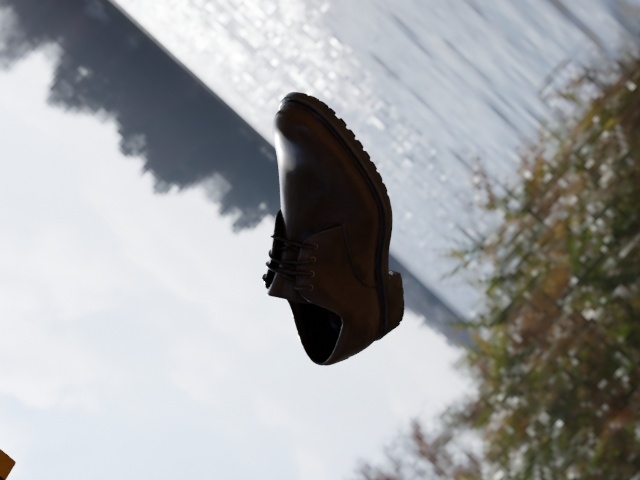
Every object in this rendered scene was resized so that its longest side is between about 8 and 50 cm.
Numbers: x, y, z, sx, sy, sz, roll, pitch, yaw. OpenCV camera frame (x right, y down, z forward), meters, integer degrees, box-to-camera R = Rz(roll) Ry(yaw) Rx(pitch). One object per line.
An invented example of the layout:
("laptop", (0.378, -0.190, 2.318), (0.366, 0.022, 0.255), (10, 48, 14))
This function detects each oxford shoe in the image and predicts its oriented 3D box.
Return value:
("oxford shoe", (0.000, 0.000, 1.004), (0.083, 0.096, 0.227), (17, 133, 43))

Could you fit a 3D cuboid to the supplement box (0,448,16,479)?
("supplement box", (-0.383, 0.228, 1.086), (0.191, 0.194, 0.129), (-20, 123, 43))
